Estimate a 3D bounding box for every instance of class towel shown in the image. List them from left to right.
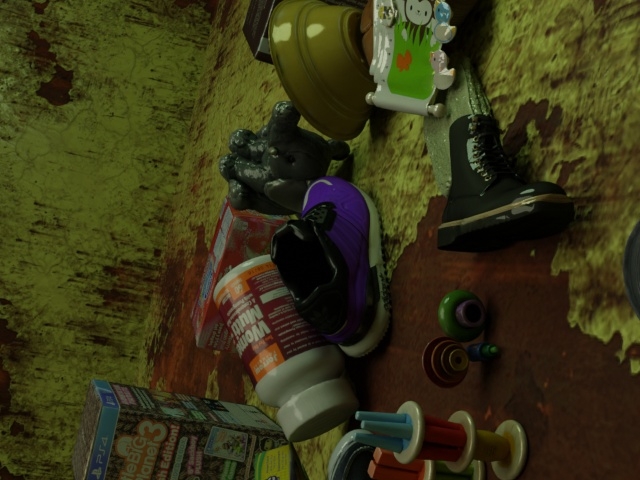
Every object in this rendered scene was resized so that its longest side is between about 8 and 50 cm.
[{"bbox_3d":[0.151,-0.127,0.972,0.148,0.027,0.110,-96,25,-45],"label":"towel"}]

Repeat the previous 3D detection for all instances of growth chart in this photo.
[{"bbox_3d":[0.099,-0.260,1.007,0.172,0.021,0.237,10,103,59],"label":"growth chart"}]

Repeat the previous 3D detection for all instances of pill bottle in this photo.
[{"bbox_3d":[-0.043,0.136,1.111,0.221,0.121,0.121,62,143,25],"label":"pill bottle"}]

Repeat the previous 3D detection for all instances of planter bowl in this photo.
[{"bbox_3d":[0.034,-0.256,1.206,0.090,0.217,0.217,-22,52,35],"label":"planter bowl"}]

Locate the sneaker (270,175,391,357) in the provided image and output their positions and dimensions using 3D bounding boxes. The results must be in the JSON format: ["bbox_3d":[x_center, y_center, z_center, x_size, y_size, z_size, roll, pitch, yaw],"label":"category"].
[{"bbox_3d":[0.001,0.000,1.107,0.102,0.146,0.293,-41,37,26],"label":"sneaker"}]

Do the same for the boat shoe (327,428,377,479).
[{"bbox_3d":[0.043,0.305,0.947,0.083,0.065,0.183,-138,55,-69],"label":"boat shoe"}]

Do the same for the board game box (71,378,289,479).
[{"bbox_3d":[-0.224,0.326,1.357,0.232,0.291,0.141,-179,101,-72],"label":"board game box"}]

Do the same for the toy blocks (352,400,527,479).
[{"bbox_3d":[0.085,0.185,0.756,0.123,0.148,0.054,125,152,-49],"label":"toy blocks"}]

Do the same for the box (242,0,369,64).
[{"bbox_3d":[-0.019,-0.377,1.427,0.203,0.169,0.167,-114,41,-61],"label":"box"}]

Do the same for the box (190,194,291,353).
[{"bbox_3d":[-0.141,0.064,1.557,0.128,0.123,0.256,-122,48,-66],"label":"box"}]

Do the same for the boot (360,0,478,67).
[{"bbox_3d":[0.128,-0.357,1.105,0.220,0.109,0.283,141,129,-63],"label":"boot"}]

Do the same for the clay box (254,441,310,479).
[{"bbox_3d":[-0.037,0.345,1.029,0.222,0.053,0.127,-97,-12,-65],"label":"clay box"}]

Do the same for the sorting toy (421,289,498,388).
[{"bbox_3d":[0.136,0.093,0.811,0.102,0.061,0.042,-63,14,-21],"label":"sorting toy"}]

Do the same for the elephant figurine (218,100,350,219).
[{"bbox_3d":[-0.036,-0.111,1.302,0.239,0.186,0.169,-6,93,54],"label":"elephant figurine"}]

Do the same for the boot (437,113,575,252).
[{"bbox_3d":[0.160,-0.067,0.800,0.198,0.077,0.137,161,114,-68],"label":"boot"}]

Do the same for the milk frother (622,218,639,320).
[{"bbox_3d":[0.249,-0.002,0.414,0.129,0.135,0.143,46,130,32],"label":"milk frother"}]

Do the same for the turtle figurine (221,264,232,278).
[{"bbox_3d":[-0.056,0.089,1.264,0.118,0.175,0.234,-33,53,38],"label":"turtle figurine"}]
